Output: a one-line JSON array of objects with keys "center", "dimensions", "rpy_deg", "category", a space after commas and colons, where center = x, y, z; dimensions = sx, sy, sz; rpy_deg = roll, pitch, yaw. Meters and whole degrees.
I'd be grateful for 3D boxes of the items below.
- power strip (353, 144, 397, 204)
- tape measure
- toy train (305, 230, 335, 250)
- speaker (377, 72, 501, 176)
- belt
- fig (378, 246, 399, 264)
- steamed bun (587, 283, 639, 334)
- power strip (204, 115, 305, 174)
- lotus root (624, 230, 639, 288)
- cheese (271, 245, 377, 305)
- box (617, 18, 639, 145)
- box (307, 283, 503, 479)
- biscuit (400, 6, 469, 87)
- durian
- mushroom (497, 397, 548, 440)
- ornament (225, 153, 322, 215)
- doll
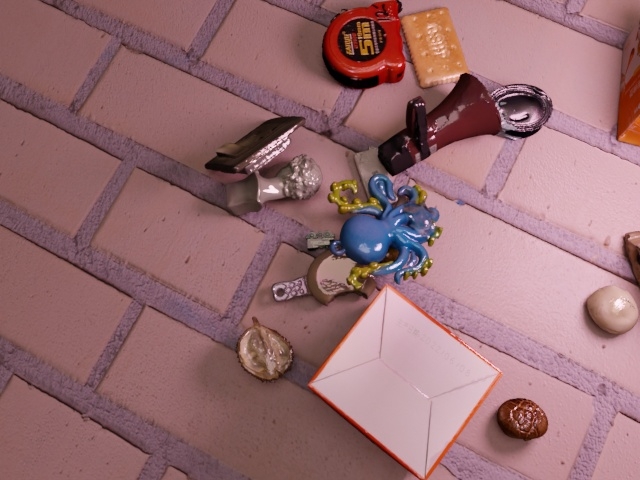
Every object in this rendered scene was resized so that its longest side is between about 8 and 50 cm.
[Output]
[{"center": [0.158, -0.179, 1.807], "dimensions": [0.081, 0.035, 0.192], "rpy_deg": [-18, 75, -2], "category": "power strip"}, {"center": [0.132, -0.579, 1.872], "dimensions": [0.260, 0.114, 0.253], "rpy_deg": [-7, 76, 4], "category": "tape measure"}, {"center": [0.000, 0.000, 1.769], "dimensions": [0.083, 0.033, 0.053], "rpy_deg": [-3, 81, 1], "category": "toy train"}, {"center": [0.326, -0.307, 1.710], "dimensions": [0.329, 0.259, 0.198], "rpy_deg": [-32, 93, -9], "category": "speaker"}, {"center": [0.563, -0.370, 1.818], "dimensions": [0.198, 0.078, 0.151], "rpy_deg": [2, 80, 0], "category": "belt"}, {"center": [0.190, 0.035, 1.733], "dimensions": [0.074, 0.074, 0.088], "rpy_deg": [27, 63, 9], "category": "fig"}, {"center": [0.776, 0.184, 1.659], "dimensions": [0.112, 0.091, 0.130], "rpy_deg": [-29, 77, -3], "category": "steamed bun"}, {"center": [-0.178, -0.250, 1.746], "dimensions": [0.251, 0.257, 0.092], "rpy_deg": [-33, 113, -20], "category": "power strip"}, {"center": [0.889, 0.089, 1.639], "dimensions": [0.074, 0.261, 0.170], "rpy_deg": [-14, 108, -1], "category": "lotus root"}, {"center": [0.007, 0.113, 1.718], "dimensions": [0.286, 0.082, 0.163], "rpy_deg": [-18, 75, 0], "category": "cheese"}, {"center": [0.946, -0.458, 1.749], "dimensions": [0.143, 0.225, 0.342], "rpy_deg": [8, 75, 7], "category": "box"}, {"center": [0.199, 0.350, 1.557], "dimensions": [0.348, 0.257, 0.319], "rpy_deg": [36, 78, 11], "category": "box"}, {"center": [0.347, -0.589, 1.906], "dimensions": [0.160, 0.030, 0.250], "rpy_deg": [-13, 76, -1], "category": "biscuit"}, {"center": [-0.153, 0.293, 1.672], "dimensions": [0.148, 0.091, 0.189], "rpy_deg": [-15, 72, -14], "category": "durian"}, {"center": [0.516, 0.458, 1.603], "dimensions": [0.126, 0.085, 0.109], "rpy_deg": [-8, 75, -6], "category": "mushroom"}, {"center": [-0.130, -0.149, 1.764], "dimensions": [0.285, 0.120, 0.130], "rpy_deg": [-22, 68, -5], "category": "ornament"}, {"center": [0.172, -0.028, 1.689], "dimensions": [0.341, 0.099, 0.346], "rpy_deg": [-14, 60, -21], "category": "doll"}]
